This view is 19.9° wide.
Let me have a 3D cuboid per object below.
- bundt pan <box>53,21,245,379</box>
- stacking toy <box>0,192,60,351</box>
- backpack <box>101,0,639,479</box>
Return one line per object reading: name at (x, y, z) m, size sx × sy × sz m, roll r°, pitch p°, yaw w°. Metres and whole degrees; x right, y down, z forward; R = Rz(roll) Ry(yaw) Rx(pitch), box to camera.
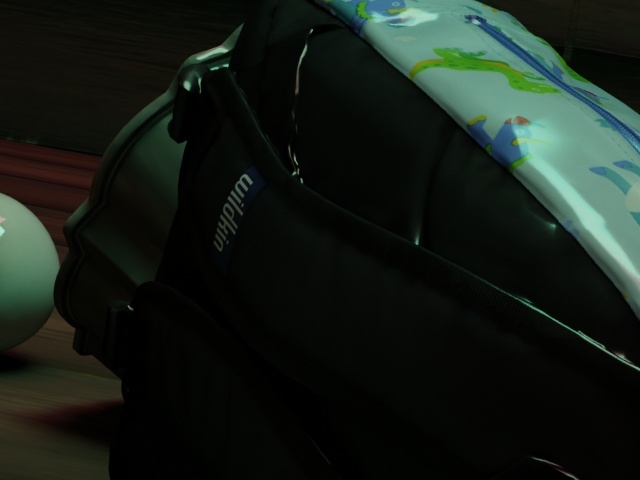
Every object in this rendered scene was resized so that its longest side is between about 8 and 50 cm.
bundt pan at (0.000, 0.000, 1.161) m, size 0.124 × 0.331 × 0.331 m, roll 47°, pitch 25°, yaw 27°
stacking toy at (-0.328, -0.020, 1.130) m, size 0.351 × 0.350 × 0.480 m, roll 13°, pitch -12°, yaw 29°
backpack at (0.077, 0.067, 0.690) m, size 0.273 × 0.290 × 0.355 m, roll 15°, pitch 12°, yaw -18°
